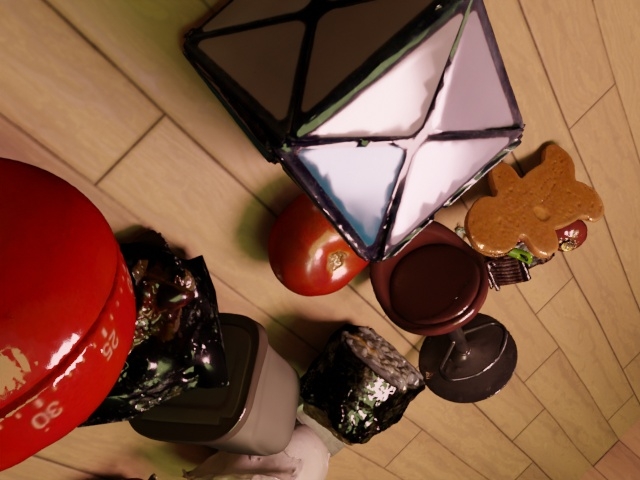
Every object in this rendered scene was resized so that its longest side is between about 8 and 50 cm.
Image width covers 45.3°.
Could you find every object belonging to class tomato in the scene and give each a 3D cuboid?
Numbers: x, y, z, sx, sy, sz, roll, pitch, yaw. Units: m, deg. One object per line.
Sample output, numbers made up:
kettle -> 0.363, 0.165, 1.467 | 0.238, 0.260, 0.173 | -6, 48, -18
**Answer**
tomato -> 0.000, 0.000, 1.299 | 0.195, 0.136, 0.195 | -20, 133, -23

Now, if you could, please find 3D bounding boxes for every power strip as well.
power strip -> -0.016, 0.379, 1.633 | 0.052, 0.078, 0.272 | -38, 139, -7

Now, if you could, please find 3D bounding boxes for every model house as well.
model house -> 0.419, -0.002, 1.675 | 0.164, 0.141, 0.203 | -15, 113, -2

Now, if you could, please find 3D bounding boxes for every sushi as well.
sushi -> -0.277, 0.109, 1.133 | 0.227, 0.215, 0.212 | -15, 129, -3
sushi -> 0.075, 0.280, 1.499 | 0.170, 0.211, 0.350 | -51, 168, 9

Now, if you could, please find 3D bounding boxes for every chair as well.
chair -> 0.254, 0.150, 1.562 | 0.226, 0.226, 0.401 | -40, 138, -6

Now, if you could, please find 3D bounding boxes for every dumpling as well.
dumpling -> -0.123, 0.440, 1.501 | 0.341, 0.260, 0.181 | -51, 134, -67

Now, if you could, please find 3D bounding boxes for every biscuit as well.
biscuit -> 0.419, -0.067, 1.565 | 0.340, 0.216, 0.047 | -31, 173, -27

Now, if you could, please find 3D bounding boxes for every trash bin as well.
trash bin -> -0.159, 0.257, 1.301 | 0.250, 0.220, 0.219 | 50, 45, -56

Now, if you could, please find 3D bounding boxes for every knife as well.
knife -> 0.361, 0.014, 1.600 | 0.022, 0.166, 0.078 | -59, 151, -34

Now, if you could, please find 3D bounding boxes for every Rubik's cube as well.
Rubik's cube -> 0.048, -0.200, 1.045 | 0.310, 0.307, 0.305 | -41, 141, -3

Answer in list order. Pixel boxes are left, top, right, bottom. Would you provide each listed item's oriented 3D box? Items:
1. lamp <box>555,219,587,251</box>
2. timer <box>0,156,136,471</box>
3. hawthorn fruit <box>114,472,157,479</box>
lamp -> 0.569, -0.019, 1.786 | 0.101, 0.090, 0.101 | 1, 140, 1
timer -> -0.402, 0.077, 0.847 | 0.378, 0.378, 0.279 | -30, 136, -18
hawthorn fruit -> -0.363, 0.534, 1.381 | 0.260, 0.224, 0.224 | -55, 140, -9
